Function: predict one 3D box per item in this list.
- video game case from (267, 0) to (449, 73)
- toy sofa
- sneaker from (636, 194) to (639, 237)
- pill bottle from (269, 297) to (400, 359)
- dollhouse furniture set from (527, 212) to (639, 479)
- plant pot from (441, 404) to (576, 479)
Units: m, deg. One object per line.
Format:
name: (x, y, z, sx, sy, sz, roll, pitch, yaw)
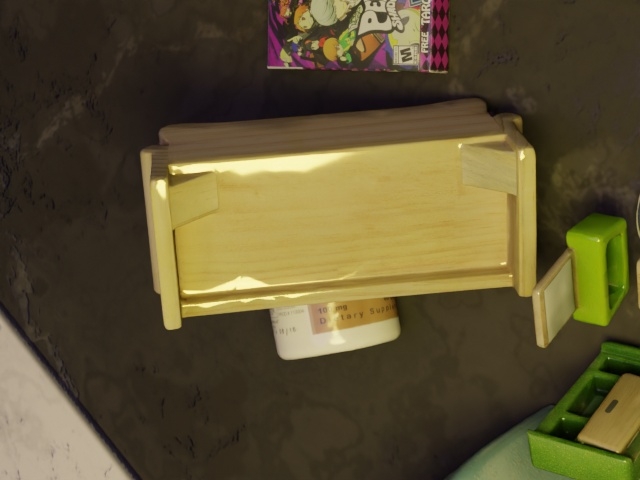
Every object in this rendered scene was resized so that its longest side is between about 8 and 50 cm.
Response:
video game case: (0.038, -0.289, 1.493, 0.210, 0.042, 0.232, 7, 100, 36)
toy sofa: (0.017, -0.029, 1.377, 0.363, 0.177, 0.150, -6, 110, -5)
sneaker: (0.362, -0.118, 1.213, 0.131, 0.148, 0.350, 43, 118, 24)
pill bottle: (0.000, 0.000, 1.499, 0.131, 0.131, 0.229, -12, 89, 36)
dollhouse furniture set: (0.336, 0.110, 1.218, 0.302, 0.151, 0.197, 12, 127, 33)
plant pot: (0.149, 0.336, 1.356, 0.248, 0.252, 0.247, -44, 69, 30)
